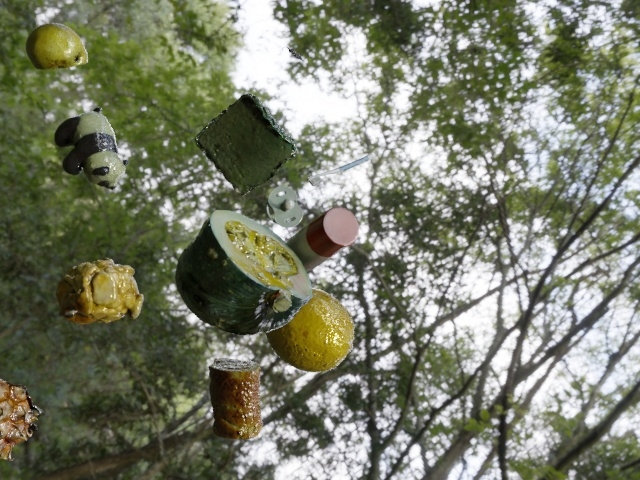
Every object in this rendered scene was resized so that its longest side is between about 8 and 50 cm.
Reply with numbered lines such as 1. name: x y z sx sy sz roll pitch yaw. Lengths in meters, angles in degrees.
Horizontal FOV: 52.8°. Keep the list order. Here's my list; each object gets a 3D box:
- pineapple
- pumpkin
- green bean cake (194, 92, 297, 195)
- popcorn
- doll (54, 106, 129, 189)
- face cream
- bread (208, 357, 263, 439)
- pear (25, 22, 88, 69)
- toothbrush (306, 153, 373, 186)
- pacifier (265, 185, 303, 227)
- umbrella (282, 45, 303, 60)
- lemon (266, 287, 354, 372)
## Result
1. pineapple: -0.675 0.409 1.165 0.271 0.262 0.262 -95 -173 -52
2. pumpkin: -0.176 0.095 1.376 0.197 0.293 0.263 -48 -133 16
3. green bean cake: -0.225 -0.297 1.998 0.255 0.241 0.132 48 6 -8
4. popcorn: -0.455 0.103 1.331 0.194 0.163 0.140 -25 -108 59
5. doll: -0.612 -0.241 1.741 0.135 0.143 0.234 -33 -112 26
6. face cream: 0.000 0.000 1.501 0.096 0.096 0.214 63 -31 5
7. bread: -0.200 0.370 1.511 0.132 0.103 0.172 3 -80 18
8. pear: -0.631 -0.466 1.539 0.141 0.141 0.104 29 -53 44
9. toothbrush: 0.059 -0.185 1.674 0.025 0.276 0.019 49 -47 13
10. pacifier: -0.125 -0.118 2.228 0.116 0.127 0.150 149 -72 -78
11. umbrella: -0.071 -0.517 1.787 0.022 0.122 0.013 -30 -104 23
12. lemon: -0.037 0.274 2.011 0.310 0.258 0.258 37 -28 -16
